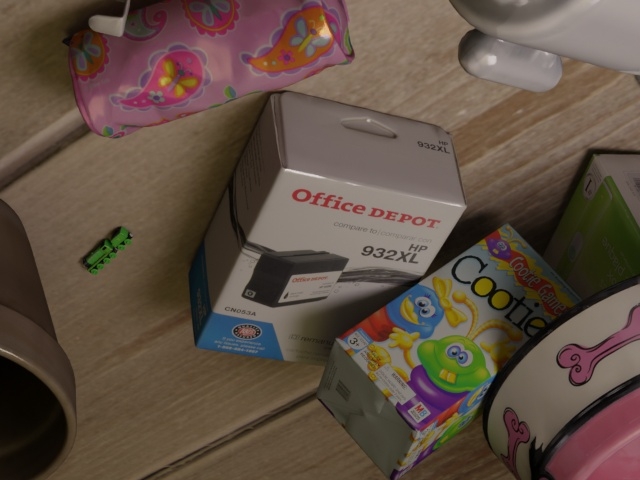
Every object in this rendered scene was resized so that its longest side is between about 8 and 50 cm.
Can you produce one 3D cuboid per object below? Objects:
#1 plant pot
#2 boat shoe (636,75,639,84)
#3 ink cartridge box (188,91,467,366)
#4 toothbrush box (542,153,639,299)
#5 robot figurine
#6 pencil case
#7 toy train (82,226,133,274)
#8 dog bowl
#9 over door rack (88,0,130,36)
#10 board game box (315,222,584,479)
[{"bbox_3d":[-0.430,0.094,1.474,0.323,0.280,0.323,-5,138,-4],"label":"plant pot"},{"bbox_3d":[0.359,-0.201,1.456,0.035,0.035,0.100,-39,131,-6],"label":"boat shoe"},{"bbox_3d":[0.000,0.000,1.545,0.223,0.129,0.307,11,134,-19],"label":"ink cartridge box"},{"bbox_3d":[0.364,0.065,1.602,0.122,0.206,0.283,-3,139,-18],"label":"toothbrush box"},{"bbox_3d":[0.231,-0.245,1.083,0.353,0.200,0.300,6,133,-46],"label":"robot figurine"},{"bbox_3d":[-0.112,-0.191,1.338,0.284,0.124,0.124,-18,136,12],"label":"pencil case"},{"bbox_3d":[-0.256,0.012,1.606,0.024,0.017,0.083,36,123,-25],"label":"toy train"},{"bbox_3d":[0.398,0.205,1.498,0.408,0.150,0.408,-11,141,-9],"label":"dog bowl"},{"bbox_3d":[-0.292,-0.335,1.138,0.324,0.108,0.239,18,135,3],"label":"over door rack"},{"bbox_3d":[0.152,0.128,1.550,0.275,0.142,0.144,-33,158,-27],"label":"board game box"}]
